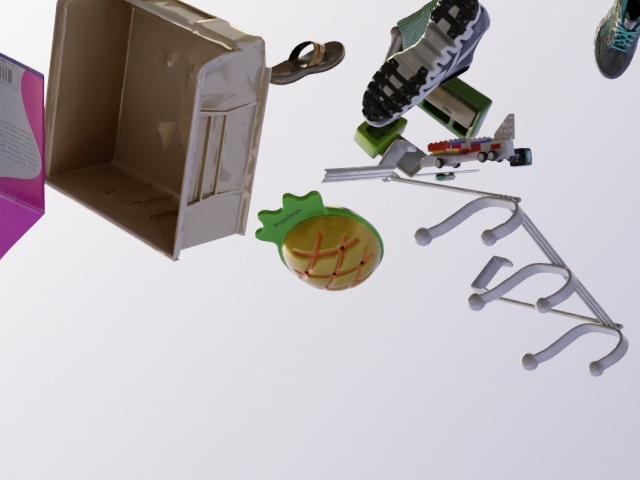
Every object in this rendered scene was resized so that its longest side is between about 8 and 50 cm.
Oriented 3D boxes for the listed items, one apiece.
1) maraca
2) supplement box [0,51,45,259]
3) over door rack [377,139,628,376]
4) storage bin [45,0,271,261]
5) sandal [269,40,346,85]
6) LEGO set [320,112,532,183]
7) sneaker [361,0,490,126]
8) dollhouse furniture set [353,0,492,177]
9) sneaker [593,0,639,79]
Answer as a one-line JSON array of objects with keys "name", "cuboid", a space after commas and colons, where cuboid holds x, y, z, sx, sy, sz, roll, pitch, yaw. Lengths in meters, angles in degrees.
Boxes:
[{"name": "maraca", "cuboid": [0.000, 0.000, 1.996, 0.127, 0.186, 0.099, -37, -142, 22]}, {"name": "supplement box", "cuboid": [-0.369, -0.096, 1.685, 0.114, 0.111, 0.220, -42, -142, 30]}, {"name": "over door rack", "cuboid": [0.192, 0.029, 1.828, 0.108, 0.239, 0.324, -44, -154, -5]}, {"name": "storage bin", "cuboid": [-0.203, -0.153, 1.896, 0.262, 0.260, 0.123, 29, -150, 36]}, {"name": "sandal", "cuboid": [-0.026, -0.308, 2.637, 0.180, 0.049, 0.072, -26, -146, -36]}, {"name": "LEGO set", "cuboid": [0.122, -0.098, 1.760, 0.244, 0.060, 0.182, -4, 179, -1]}, {"name": "sneaker", "cuboid": [0.156, -0.243, 2.181, 0.234, 0.106, 0.078, -49, -119, 17]}, {"name": "dollhouse furniture set", "cuboid": [0.195, -0.262, 2.628, 0.197, 0.151, 0.301, -43, 164, -35]}, {"name": "sneaker", "cuboid": [0.412, -0.294, 2.127, 0.065, 0.166, 0.076, 15, -159, 2]}]
